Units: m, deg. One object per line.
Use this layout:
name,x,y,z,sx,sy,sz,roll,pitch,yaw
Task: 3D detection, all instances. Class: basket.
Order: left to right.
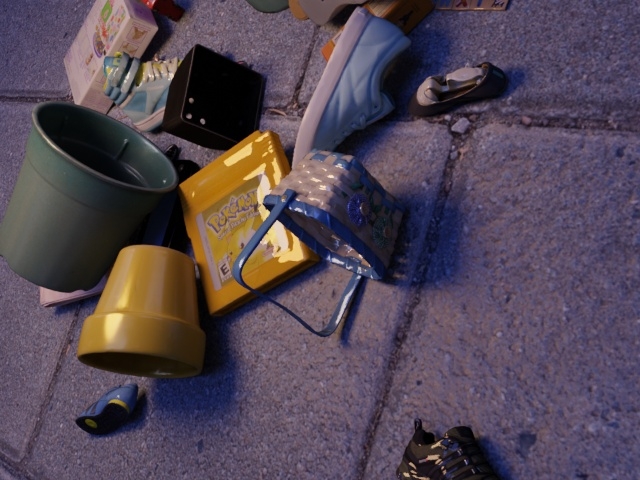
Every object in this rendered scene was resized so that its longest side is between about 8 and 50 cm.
basket,0.000,0.000,1.259,0.201,0.255,0.289,24,79,49

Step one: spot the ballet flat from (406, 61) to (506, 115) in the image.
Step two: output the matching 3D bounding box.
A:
ballet flat,0.233,-0.280,1.298,0.203,0.074,0.074,-8,68,37

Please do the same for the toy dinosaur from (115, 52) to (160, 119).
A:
toy dinosaur,-0.465,-0.404,1.933,0.112,0.064,0.211,6,67,59

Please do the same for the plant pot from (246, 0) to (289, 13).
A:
plant pot,-0.133,-0.716,1.679,0.290,0.195,0.290,-16,63,34

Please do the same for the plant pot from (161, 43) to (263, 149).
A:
plant pot,-0.266,-0.309,1.651,0.167,0.188,0.187,-12,66,48

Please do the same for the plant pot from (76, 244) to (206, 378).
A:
plant pot,-0.359,0.148,1.501,0.254,0.254,0.239,-13,62,35

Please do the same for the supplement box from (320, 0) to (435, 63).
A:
supplement box,0.114,-0.430,1.448,0.233,0.078,0.080,-40,49,20

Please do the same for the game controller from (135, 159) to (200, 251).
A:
game controller,-0.376,-0.041,1.705,0.166,0.067,0.319,8,78,41

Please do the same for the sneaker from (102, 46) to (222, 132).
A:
sneaker,-0.413,-0.416,1.773,0.319,0.208,0.127,-31,38,26

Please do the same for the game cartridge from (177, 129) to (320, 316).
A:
game cartridge,-0.165,-0.040,1.511,0.285,0.053,0.323,-31,67,27

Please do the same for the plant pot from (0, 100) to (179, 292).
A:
plant pot,-0.551,-0.082,1.631,0.334,0.341,0.341,-57,48,19

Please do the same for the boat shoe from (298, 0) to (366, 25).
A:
boat shoe,0.078,-0.543,1.427,0.156,0.136,0.367,-42,10,-12

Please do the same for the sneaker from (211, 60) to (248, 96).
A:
sneaker,-0.225,-0.404,1.740,0.119,0.047,0.057,-33,44,24

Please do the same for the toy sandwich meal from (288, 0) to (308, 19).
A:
toy sandwich meal,-0.038,-0.550,1.645,0.086,0.029,0.085,20,120,38

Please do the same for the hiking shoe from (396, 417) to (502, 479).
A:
hiking shoe,0.215,0.338,1.065,0.227,0.086,0.114,8,82,42

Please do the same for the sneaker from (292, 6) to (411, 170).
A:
sneaker,0.060,-0.254,1.393,0.150,0.135,0.366,26,114,5

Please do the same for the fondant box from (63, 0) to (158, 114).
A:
fondant box,-0.604,-0.556,2.034,0.330,0.096,0.238,-49,49,29

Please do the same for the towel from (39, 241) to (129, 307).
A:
towel,-0.616,-0.012,1.861,0.317,0.053,0.331,-13,73,29

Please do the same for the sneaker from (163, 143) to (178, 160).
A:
sneaker,-0.399,-0.202,1.803,0.109,0.040,0.044,-51,47,12

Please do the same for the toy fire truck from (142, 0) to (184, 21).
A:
toy fire truck,-0.445,-0.661,1.952,0.135,0.192,0.047,42,103,12

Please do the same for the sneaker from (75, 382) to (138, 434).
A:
sneaker,-0.484,0.384,1.643,0.209,0.069,0.082,-33,22,36

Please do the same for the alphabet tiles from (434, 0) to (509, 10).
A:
alphabet tiles,0.345,-0.522,1.341,0.237,0.009,0.198,17,84,42
